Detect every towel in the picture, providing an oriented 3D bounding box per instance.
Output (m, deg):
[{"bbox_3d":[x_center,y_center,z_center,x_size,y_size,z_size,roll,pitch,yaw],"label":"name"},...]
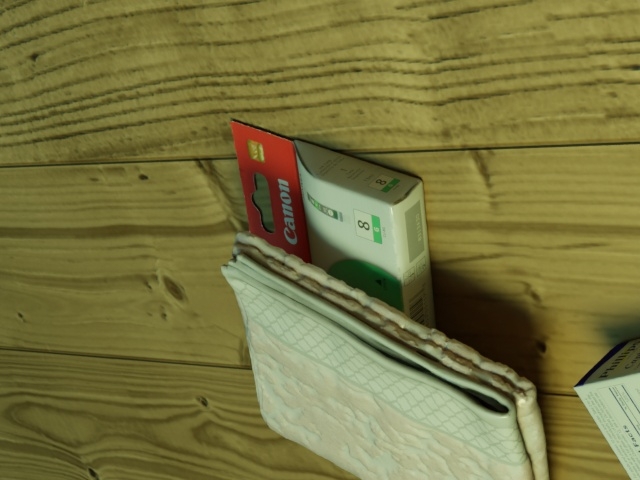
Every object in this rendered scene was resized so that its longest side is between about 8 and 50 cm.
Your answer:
[{"bbox_3d":[0.064,0.159,1.726,0.332,0.053,0.317,28,153,26],"label":"towel"}]

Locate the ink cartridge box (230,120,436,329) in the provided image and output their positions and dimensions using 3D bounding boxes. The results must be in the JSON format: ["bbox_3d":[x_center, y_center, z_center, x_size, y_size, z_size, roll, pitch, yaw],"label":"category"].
[{"bbox_3d":[0.000,0.000,1.718,0.225,0.056,0.181,18,133,33],"label":"ink cartridge box"}]

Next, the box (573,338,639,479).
[{"bbox_3d":[0.300,0.140,1.512,0.137,0.072,0.126,-19,107,51],"label":"box"}]
